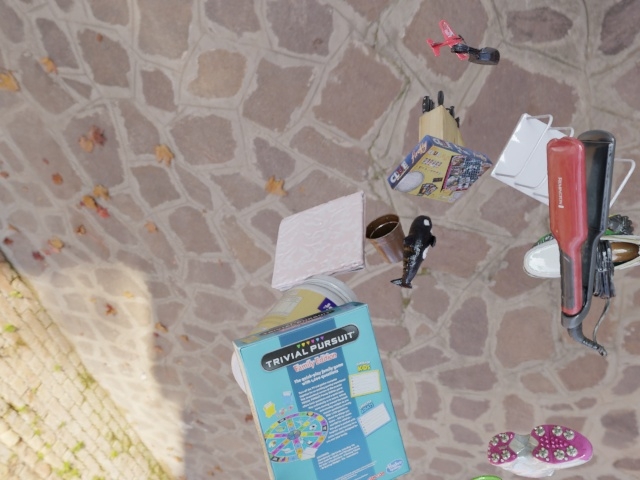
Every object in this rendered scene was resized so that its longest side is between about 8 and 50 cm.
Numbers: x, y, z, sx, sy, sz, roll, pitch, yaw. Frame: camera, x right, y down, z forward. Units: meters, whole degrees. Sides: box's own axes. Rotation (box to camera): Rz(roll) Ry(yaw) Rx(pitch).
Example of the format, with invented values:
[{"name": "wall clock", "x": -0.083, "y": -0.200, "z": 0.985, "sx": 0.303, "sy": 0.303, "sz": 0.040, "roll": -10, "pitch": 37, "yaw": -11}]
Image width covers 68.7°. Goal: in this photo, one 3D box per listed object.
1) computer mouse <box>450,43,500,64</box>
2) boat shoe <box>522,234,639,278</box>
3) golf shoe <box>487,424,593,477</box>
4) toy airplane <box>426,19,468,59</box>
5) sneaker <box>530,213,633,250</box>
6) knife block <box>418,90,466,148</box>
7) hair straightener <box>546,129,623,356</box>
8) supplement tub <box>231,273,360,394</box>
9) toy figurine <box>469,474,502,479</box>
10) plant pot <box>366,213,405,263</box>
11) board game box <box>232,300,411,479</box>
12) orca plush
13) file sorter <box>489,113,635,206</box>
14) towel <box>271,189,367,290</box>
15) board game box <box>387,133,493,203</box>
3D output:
[{"name": "computer mouse", "x": 0.399, "y": -0.484, "z": 1.196, "sx": 0.071, "sy": 0.242, "sz": 0.041, "roll": 17, "pitch": 109, "yaw": 34}, {"name": "boat shoe", "x": 0.687, "y": 0.035, "z": 1.216, "sx": 0.303, "sy": 0.103, "sz": 0.113, "roll": -12, "pitch": 81, "yaw": 18}, {"name": "golf shoe", "x": 0.631, "y": 0.603, "z": 1.322, "sx": 0.140, "sy": 0.115, "sz": 0.306, "roll": 40, "pitch": 140, "yaw": -15}, {"name": "toy airplane", "x": 0.392, "y": -0.611, "z": 1.451, "sx": 0.151, "sy": 0.151, "sz": 0.028, "roll": 30, "pitch": 153, "yaw": -7}, {"name": "sneaker", "x": 0.878, "y": 0.011, "z": 1.606, "sx": 0.344, "sy": 0.146, "sz": 0.134, "roll": -15, "pitch": 87, "yaw": -7}, {"name": "knife block", "x": 0.370, "y": -0.372, "z": 1.507, "sx": 0.088, "sy": 0.276, "sz": 0.241, "roll": -25, "pitch": 87, "yaw": 38}, {"name": "hair straightener", "x": 0.275, "y": 0.005, "z": 0.460, "sx": 0.047, "sy": 0.089, "sz": 0.230, "roll": -162, "pitch": 57, "yaw": -67}, {"name": "supplement tub", "x": -0.048, "y": 0.265, "z": 1.235, "sx": 0.241, "sy": 0.331, "sz": 0.240, "roll": 18, "pitch": 130, "yaw": 22}, {"name": "toy figurine", "x": 0.307, "y": 0.551, "z": 0.860, "sx": 0.130, "sy": 0.159, "sz": 0.173, "roll": 6, "pitch": 127, "yaw": -6}, {"name": "plant pot", "x": 0.292, "y": 0.001, "z": 1.984, "sx": 0.167, "sy": 0.166, "sz": 0.165, "roll": -15, "pitch": 122, "yaw": 30}, {"name": "board game box", "x": 0.004, "y": 0.313, "z": 0.881, "sx": 0.079, "sy": 0.254, "sz": 0.335, "roll": 171, "pitch": 84, "yaw": -71}, {"name": "orca plush", "x": 0.322, "y": 0.026, "z": 1.724, "sx": 0.102, "sy": 0.287, "sz": 0.151, "roll": 28, "pitch": 180, "yaw": -31}, {"name": "file sorter", "x": 0.654, "y": -0.197, "z": 1.269, "sx": 0.278, "sy": 0.173, "sz": 0.192, "roll": 25, "pitch": 100, "yaw": -7}, {"name": "towel", "x": 0.000, "y": 0.000, "z": 1.549, "sx": 0.332, "sy": 0.316, "sz": 0.053, "roll": -17, "pitch": 136, "yaw": 23}, {"name": "board game box", "x": 0.321, "y": -0.184, "z": 1.252, "sx": 0.244, "sy": 0.042, "sz": 0.165, "roll": 8, "pitch": 138, "yaw": -36}]
